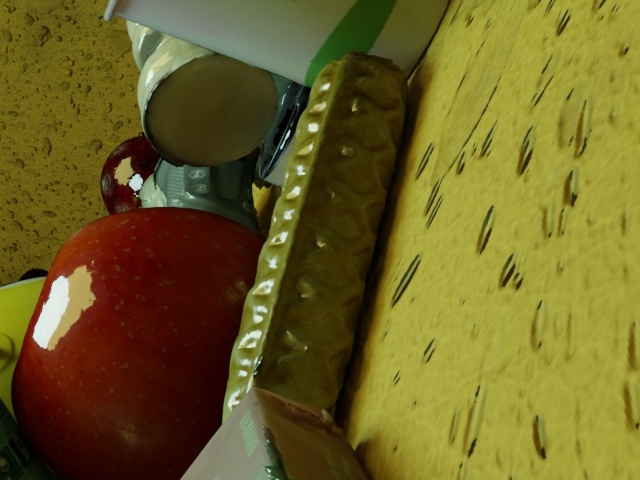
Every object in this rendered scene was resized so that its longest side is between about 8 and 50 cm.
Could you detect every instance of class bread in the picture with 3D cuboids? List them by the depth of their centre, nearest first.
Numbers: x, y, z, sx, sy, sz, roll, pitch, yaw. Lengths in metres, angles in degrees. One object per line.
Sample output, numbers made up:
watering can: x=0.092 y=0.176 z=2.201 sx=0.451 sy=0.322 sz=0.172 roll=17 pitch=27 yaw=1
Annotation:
bread: x=0.001 y=0.000 z=0.694 sx=0.084 sy=0.077 sz=0.367 roll=-22 pitch=45 yaw=47

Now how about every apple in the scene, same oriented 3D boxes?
apple: x=-0.138 y=0.096 z=0.784 sx=0.260 sy=0.216 sz=0.260 roll=-159 pitch=90 yaw=-78

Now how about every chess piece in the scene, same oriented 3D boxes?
chess piece: x=-0.151 y=-0.207 z=1.011 sx=0.143 sy=0.143 sz=0.261 roll=-59 pitch=38 yaw=28

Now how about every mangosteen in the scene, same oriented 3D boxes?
mangosteen: x=-0.276 y=-0.067 z=1.618 sx=0.215 sy=0.215 sz=0.257 roll=-138 pitch=41 yaw=-75

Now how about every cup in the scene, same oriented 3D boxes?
cup: x=-0.029 y=-0.262 z=0.832 sx=0.253 sy=0.274 sz=0.253 roll=-57 pitch=19 yaw=32

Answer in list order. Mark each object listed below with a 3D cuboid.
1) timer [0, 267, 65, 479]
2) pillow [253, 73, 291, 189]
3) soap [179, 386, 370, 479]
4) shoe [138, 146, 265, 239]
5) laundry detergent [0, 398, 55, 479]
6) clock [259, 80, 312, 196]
timer: x=-0.344 y=0.189 z=1.041 sx=0.376 sy=0.387 sz=0.376 roll=-56 pitch=20 yaw=33
pillow: x=-0.103 y=-0.257 z=1.178 sx=0.310 sy=0.138 sz=0.283 roll=50 pitch=131 yaw=28
soap: x=-0.033 y=0.197 z=0.455 sx=0.218 sy=0.098 sz=0.273 roll=-58 pitch=14 yaw=4
shoe: x=-0.116 y=-0.066 z=1.050 sx=0.171 sy=0.132 sz=0.336 roll=-69 pitch=23 yaw=11
laundry detergent: x=-0.352 y=0.260 z=0.746 sx=0.287 sy=0.305 sz=0.287 roll=-29 pitch=9 yaw=5
clock: x=-0.016 y=-0.128 z=0.999 sx=0.229 sy=0.063 sz=0.155 roll=-67 pitch=15 yaw=-6
